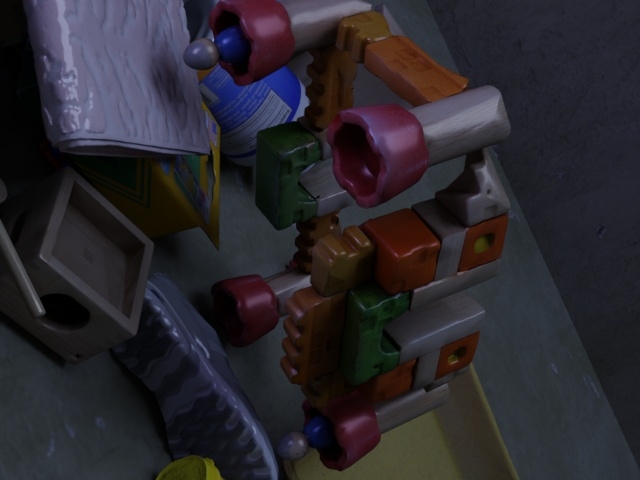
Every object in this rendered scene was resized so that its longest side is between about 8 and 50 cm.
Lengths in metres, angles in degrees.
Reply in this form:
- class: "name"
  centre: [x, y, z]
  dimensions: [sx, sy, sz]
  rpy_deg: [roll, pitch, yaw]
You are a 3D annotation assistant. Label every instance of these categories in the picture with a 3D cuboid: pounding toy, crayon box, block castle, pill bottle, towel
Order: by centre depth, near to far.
- class: "pounding toy"
  centre: [-0.265, 0.021, 0.909]
  dimensions: [0.206, 0.094, 0.181]
  rpy_deg: [47, 29, -34]
- class: "towel"
  centre: [-0.203, -0.241, 0.947]
  dimensions: [0.317, 0.053, 0.331]
  rpy_deg: [-8, 86, -78]
- class: "block castle"
  centre: [0.000, 0.000, 1.025]
  dimensions: [0.303, 0.213, 0.453]
  rpy_deg: [47, -35, 37]
- class: "crayon box"
  centre: [-0.212, -0.145, 1.120]
  dimensions: [0.323, 0.083, 0.203]
  rpy_deg: [59, 22, -51]
- class: "pill bottle"
  centre: [-0.111, -0.197, 1.363]
  dimensions: [0.272, 0.152, 0.152]
  rpy_deg: [40, 34, -43]

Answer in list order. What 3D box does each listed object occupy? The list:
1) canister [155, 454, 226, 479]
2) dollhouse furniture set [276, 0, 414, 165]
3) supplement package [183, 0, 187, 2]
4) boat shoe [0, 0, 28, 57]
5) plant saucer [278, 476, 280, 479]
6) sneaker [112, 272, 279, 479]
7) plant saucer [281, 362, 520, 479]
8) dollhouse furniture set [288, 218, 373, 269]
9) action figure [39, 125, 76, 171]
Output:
- class: "canister"
  centre: [-0.094, 0.312, 1.003]
  dimensions: [0.170, 0.073, 0.126]
  rpy_deg: [48, 29, -36]
- class: "dollhouse furniture set"
  centre: [0.043, -0.344, 1.692]
  dimensions: [0.362, 0.256, 0.394]
  rpy_deg: [49, 28, -32]
- class: "supplement package"
  centre: [-0.224, -0.407, 1.277]
  dimensions: [0.198, 0.199, 0.262]
  rpy_deg: [55, 26, -21]
- class: "boat shoe"
  centre: [-0.329, -0.238, 1.072]
  dimensions: [0.190, 0.068, 0.072]
  rpy_deg: [40, 45, -43]
- class: "plant saucer"
  centre: [-0.104, 0.206, 1.154]
  dimensions: [0.192, 0.018, 0.067]
  rpy_deg: [64, 24, 1]
- class: "sneaker"
  centre: [-0.120, 0.151, 1.067]
  dimensions: [0.281, 0.105, 0.115]
  rpy_deg: [61, 24, -7]
- class: "plant saucer"
  centre: [0.106, 0.326, 1.249]
  dimensions: [0.333, 0.081, 0.332]
  rpy_deg: [-30, 102, -39]
- class: "dollhouse furniture set"
  centre: [0.087, 0.189, 1.393]
  dimensions: [0.201, 0.152, 0.374]
  rpy_deg: [36, 37, -48]
- class: "action figure"
  centre: [-0.272, -0.074, 1.072]
  dimensions: [0.115, 0.030, 0.038]
  rpy_deg: [62, 27, 1]
